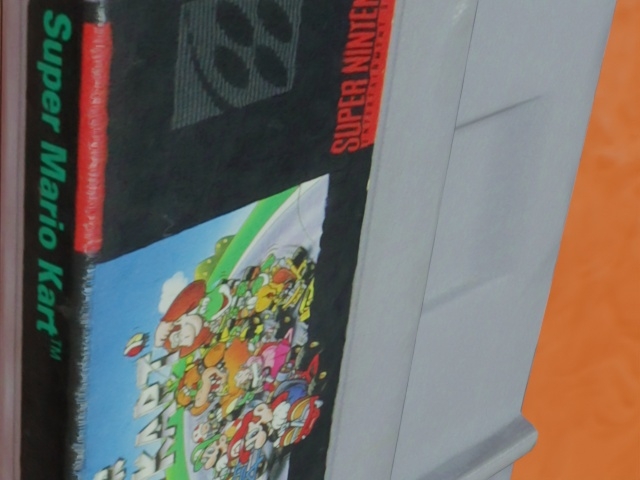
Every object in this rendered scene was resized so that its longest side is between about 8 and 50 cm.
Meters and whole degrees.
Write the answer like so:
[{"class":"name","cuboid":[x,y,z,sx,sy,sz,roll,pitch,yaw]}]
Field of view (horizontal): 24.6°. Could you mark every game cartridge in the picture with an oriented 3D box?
[{"class":"game cartridge","cuboid":[0.000,0.000,0.434,0.230,0.068,0.355,-27,135,-44]}]
